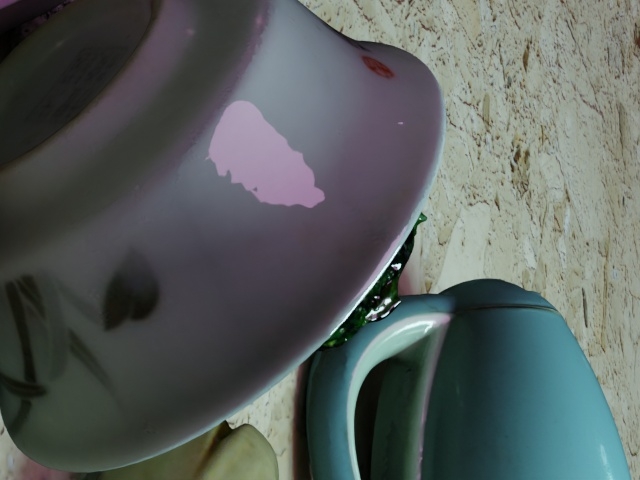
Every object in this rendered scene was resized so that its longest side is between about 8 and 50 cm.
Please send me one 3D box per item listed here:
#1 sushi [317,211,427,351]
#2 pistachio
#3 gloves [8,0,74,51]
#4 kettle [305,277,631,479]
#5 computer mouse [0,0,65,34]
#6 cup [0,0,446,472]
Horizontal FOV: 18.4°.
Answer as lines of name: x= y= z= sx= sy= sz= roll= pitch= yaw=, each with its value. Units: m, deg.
sushi: x=0.000 y=0.000 z=1.598 sx=0.225 sy=0.127 sz=0.124 roll=-57 pitch=136 yaw=-47
pistachio: x=-0.097 y=0.192 z=1.397 sx=0.226 sy=0.136 sz=0.136 roll=-57 pitch=136 yaw=-61
gloves: x=-0.157 y=-0.160 z=1.363 sx=0.153 sy=0.070 sz=0.114 roll=-45 pitch=123 yaw=-39
kettle: x=0.128 y=0.198 z=1.746 sx=0.319 sy=0.247 sz=0.342 roll=7 pitch=71 yaw=-37
computer mouse: x=-0.240 y=-0.186 z=1.200 sx=0.310 sy=0.072 sz=0.158 roll=-38 pitch=117 yaw=-52
cup: x=-0.111 y=-0.045 z=1.197 sx=0.163 sy=0.347 sz=0.347 roll=47 pitch=44 yaw=-29
